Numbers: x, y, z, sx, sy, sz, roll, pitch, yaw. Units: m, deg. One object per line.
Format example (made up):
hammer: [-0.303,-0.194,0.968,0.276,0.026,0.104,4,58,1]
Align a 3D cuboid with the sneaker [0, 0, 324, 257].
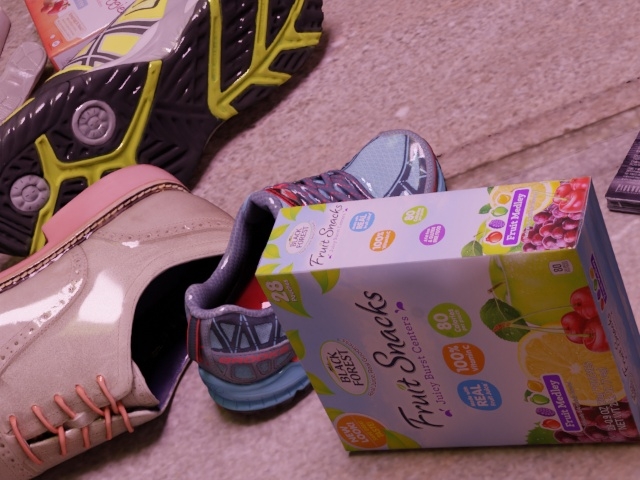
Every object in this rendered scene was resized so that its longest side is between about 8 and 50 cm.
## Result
sneaker: [-0.167,-0.118,1.337,0.384,0.145,0.147,-38,27,-24]

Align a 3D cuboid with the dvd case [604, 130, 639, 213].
dvd case: [0.324,-0.096,1.110,0.164,0.018,0.221,8,52,37]

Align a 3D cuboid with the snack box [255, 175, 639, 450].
snack box: [0.087,0.053,0.961,0.207,0.174,0.070,-5,41,26]

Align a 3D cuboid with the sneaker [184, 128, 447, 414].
sneaker: [0.000,0.000,1.104,0.104,0.125,0.262,18,58,37]

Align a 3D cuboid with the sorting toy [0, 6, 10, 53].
sorting toy: [-0.475,-0.151,1.558,0.257,0.089,0.255,-13,42,17]

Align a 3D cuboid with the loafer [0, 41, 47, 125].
loafer: [-0.308,-0.141,1.502,0.045,0.039,0.125,27,62,7]

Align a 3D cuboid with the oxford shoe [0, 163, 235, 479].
oxford shoe: [-0.202,0.102,1.104,0.146,0.140,0.397,26,64,37]

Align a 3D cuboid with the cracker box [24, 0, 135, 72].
cracker box: [-0.171,-0.250,1.512,0.232,0.067,0.156,-29,40,-3]
